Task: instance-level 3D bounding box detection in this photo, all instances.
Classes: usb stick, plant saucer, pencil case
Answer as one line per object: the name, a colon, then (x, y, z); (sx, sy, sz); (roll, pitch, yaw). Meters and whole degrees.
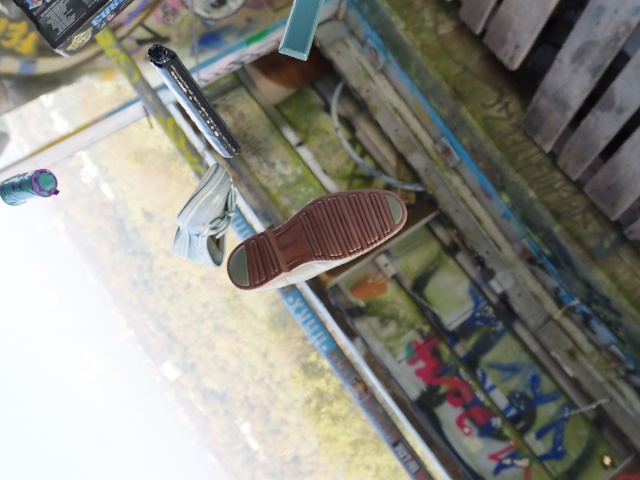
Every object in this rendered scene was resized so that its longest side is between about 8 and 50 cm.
usb stick: (-0.235, -0.258, 1.349); (0.077, 0.045, 0.278); (40, 170, 38)
plant saucer: (-0.037, -0.497, 1.584); (0.067, 0.192, 0.018); (17, 167, -4)
pencil case: (-0.645, -0.116, 1.572); (0.151, 0.065, 0.070); (-7, 134, 39)

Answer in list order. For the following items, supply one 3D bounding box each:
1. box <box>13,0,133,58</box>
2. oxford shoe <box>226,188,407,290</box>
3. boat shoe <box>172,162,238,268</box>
box: (-0.452, -0.538, 1.283); (0.293, 0.295, 0.073); (49, -176, 4)
oxford shoe: (0.000, 0.000, 1.502); (0.146, 0.396, 0.141); (26, -133, -69)
boat shoe: (-0.202, -0.036, 1.318); (0.103, 0.118, 0.320); (30, 149, -4)
